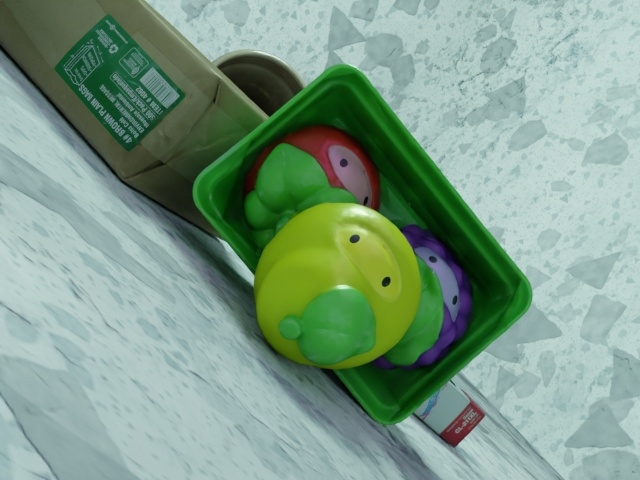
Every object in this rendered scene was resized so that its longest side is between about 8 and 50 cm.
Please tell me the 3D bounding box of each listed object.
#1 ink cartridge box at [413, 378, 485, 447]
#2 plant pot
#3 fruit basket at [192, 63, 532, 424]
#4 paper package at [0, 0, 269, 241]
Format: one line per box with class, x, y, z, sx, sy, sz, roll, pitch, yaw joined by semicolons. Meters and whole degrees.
ink cartridge box;0.148;0.212;1.560;0.175;0.072;0.127;43;3;-28
plant pot;-0.169;-0.228;2.090;0.263;0.263;0.229;43;-21;-14
fruit basket;0.041;0.016;1.154;0.392;0.283;0.392;49;-7;8
paper package;-0.219;-0.189;1.334;0.325;0.168;0.309;46;5;24
